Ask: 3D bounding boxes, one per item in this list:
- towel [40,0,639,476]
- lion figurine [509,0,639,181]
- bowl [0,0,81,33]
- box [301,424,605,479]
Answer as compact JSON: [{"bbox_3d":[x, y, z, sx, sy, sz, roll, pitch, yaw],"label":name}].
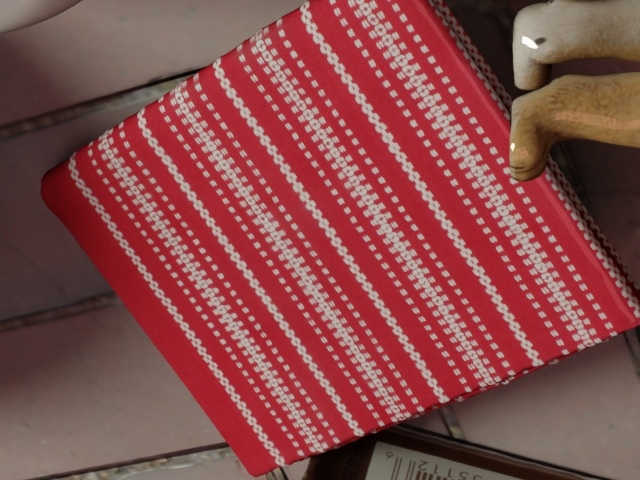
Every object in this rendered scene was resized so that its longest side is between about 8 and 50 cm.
[{"bbox_3d":[0.000,0.000,0.825,0.275,0.031,0.199,-26,104,42],"label":"towel"},{"bbox_3d":[0.188,-0.144,0.654,0.240,0.142,0.392,-2,119,9],"label":"lion figurine"},{"bbox_3d":[-0.191,-0.173,0.677,0.297,0.134,0.298,19,149,12],"label":"bowl"},{"bbox_3d":[0.054,0.294,0.994,0.191,0.143,0.381,15,125,6],"label":"box"}]
